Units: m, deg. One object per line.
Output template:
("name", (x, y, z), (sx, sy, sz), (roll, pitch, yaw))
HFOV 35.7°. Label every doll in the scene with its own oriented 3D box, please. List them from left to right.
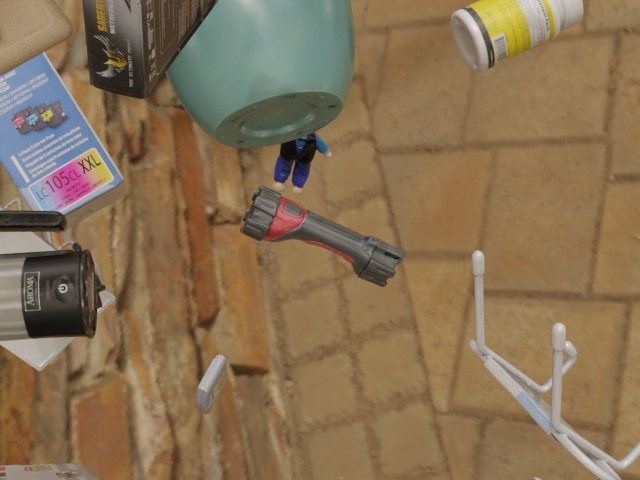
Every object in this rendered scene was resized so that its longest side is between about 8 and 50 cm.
("doll", (-0.041, -0.177, 1.991), (0.046, 0.129, 0.189), (-86, 8, -47))

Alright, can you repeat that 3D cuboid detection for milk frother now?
("milk frother", (-0.281, 0.049, 0.956), (0.134, 0.143, 0.129), (-3, 61, -4))

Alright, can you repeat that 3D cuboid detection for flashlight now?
("flashlight", (0.000, 0.000, 1.917), (0.103, 0.304, 0.103), (-64, 11, 3))

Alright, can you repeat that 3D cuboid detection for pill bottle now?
("pill bottle", (0.346, -0.387, 1.748), (0.208, 0.119, 0.119), (-25, 55, -7))

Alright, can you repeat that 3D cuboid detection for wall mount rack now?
("wall mount rack", (0.317, 0.179, 1.403), (0.130, 0.304, 0.350), (-50, 35, 5))

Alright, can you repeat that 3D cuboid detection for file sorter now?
("file sorter", (-0.542, 0.052, 1.766), (0.193, 0.277, 0.173), (-43, 32, 4))

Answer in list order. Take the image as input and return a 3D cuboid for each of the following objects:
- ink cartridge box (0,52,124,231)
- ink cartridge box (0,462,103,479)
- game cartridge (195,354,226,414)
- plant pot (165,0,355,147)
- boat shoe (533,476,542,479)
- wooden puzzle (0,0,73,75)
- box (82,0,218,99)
("ink cartridge box", (-0.471, -0.216, 1.579), (0.151, 0.270, 0.395), (-30, 94, -9))
("ink cartridge box", (-0.342, 0.286, 0.918), (0.309, 0.271, 0.130), (156, 112, -71))
("game cartridge", (-0.128, 0.173, 1.168), (0.017, 0.083, 0.056), (27, 63, 9))
("plant pot", (-0.083, -0.266, 1.354), (0.293, 0.293, 0.235), (-22, 76, 27))
("boat shoe", (0.341, 0.388, 1.405), (0.125, 0.046, 0.038), (44, 84, 1))
("wooden puzzle", (-0.327, -0.202, 0.568), (0.080, 0.322, 0.348), (-27, 16, 24))
("box", (-0.144, -0.269, 0.866), (0.056, 0.231, 0.183), (16, 46, 8))
